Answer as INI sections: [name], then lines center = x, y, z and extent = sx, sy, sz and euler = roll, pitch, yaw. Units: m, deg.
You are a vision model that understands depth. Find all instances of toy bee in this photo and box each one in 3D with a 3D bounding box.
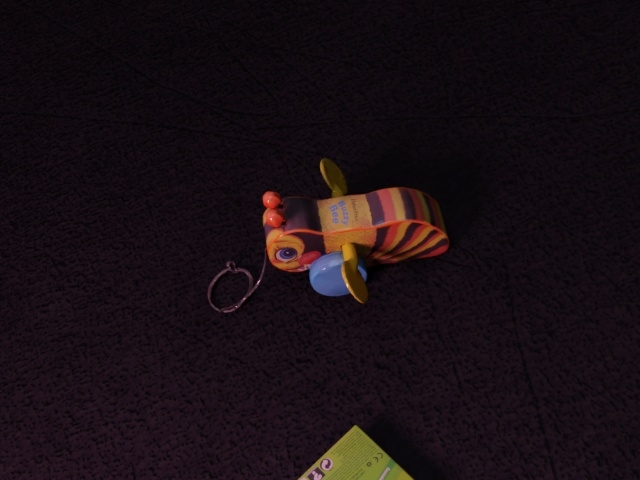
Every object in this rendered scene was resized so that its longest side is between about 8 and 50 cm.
[toy bee]
center = 0.000, 0.000, 1.455
extent = 0.298, 0.162, 0.195
euler = -33, 56, -6

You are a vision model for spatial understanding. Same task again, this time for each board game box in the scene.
[board game box]
center = 0.080, 0.319, 1.292
extent = 0.124, 0.039, 0.259
euler = -42, 53, -12
